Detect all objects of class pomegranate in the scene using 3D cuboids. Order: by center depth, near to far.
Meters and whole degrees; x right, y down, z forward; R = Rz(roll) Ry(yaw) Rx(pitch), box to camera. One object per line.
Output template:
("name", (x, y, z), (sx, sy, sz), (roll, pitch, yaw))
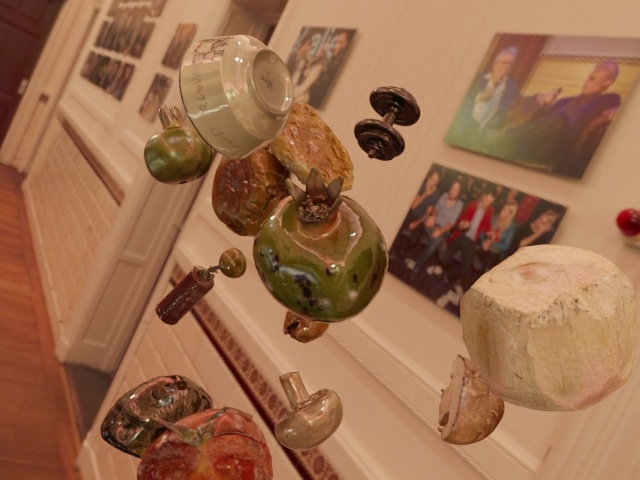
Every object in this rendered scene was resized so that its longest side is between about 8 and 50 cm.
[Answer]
("pomegranate", (-0.003, 0.024, 1.295), (0.290, 0.291, 0.323), (27, -12, 10))
("pomegranate", (-0.397, -0.247, 1.720), (0.210, 0.179, 0.179), (52, 0, -11))

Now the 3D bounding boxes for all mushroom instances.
("mushroom", (0.395, 0.423, 1.645), (0.151, 0.156, 0.286), (26, 35, 1))
("mushroom", (-0.047, 0.467, 1.787), (0.215, 0.207, 0.207), (61, 11, 7))

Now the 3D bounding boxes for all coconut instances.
("coconut", (0.402, 0.164, 1.142), (0.297, 0.255, 0.297), (-9, 20, 3))

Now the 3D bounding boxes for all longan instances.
("longan", (-0.204, 0.056, 1.529), (0.075, 0.075, 0.083), (30, 4, 38))

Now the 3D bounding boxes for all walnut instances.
("walnut", (-0.036, 0.241, 1.967), (0.137, 0.137, 0.245), (27, 16, 8))

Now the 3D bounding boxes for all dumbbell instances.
("dumbbell", (0.228, -0.405, 2.189), (0.192, 0.290, 0.192), (24, -19, 9))

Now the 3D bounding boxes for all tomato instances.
("tomato", (-0.243, 0.487, 1.415), (0.308, 0.309, 0.170), (25, 22, -12))

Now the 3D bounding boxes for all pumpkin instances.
("pumpkin", (-0.405, 0.488, 1.738), (0.325, 0.232, 0.242), (30, -5, -38))

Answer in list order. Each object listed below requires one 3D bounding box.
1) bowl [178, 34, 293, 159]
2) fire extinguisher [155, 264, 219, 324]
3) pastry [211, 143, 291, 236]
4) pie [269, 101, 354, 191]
("bowl", (-0.136, -0.281, 1.204), (0.126, 0.238, 0.237), (-10, -17, 33))
("fire extinguisher", (-0.426, 0.165, 2.113), (0.104, 0.269, 0.105), (38, 23, -20))
("pastry", (-0.222, -0.172, 2.044), (0.163, 0.356, 0.356), (-1, 21, -37))
("pie", (-0.027, -0.271, 1.889), (0.339, 0.083, 0.340), (35, 34, -28))
